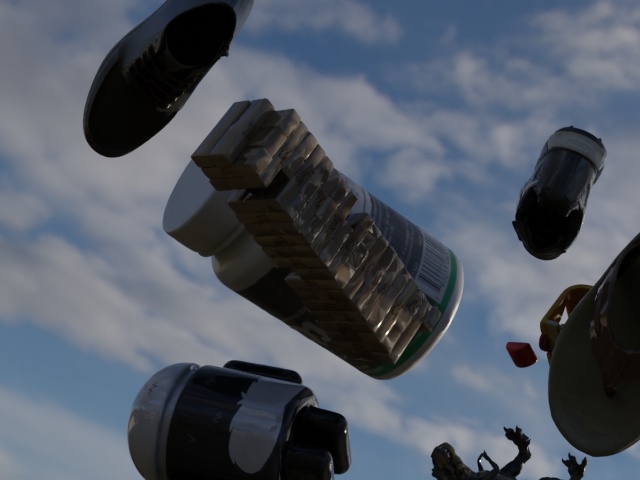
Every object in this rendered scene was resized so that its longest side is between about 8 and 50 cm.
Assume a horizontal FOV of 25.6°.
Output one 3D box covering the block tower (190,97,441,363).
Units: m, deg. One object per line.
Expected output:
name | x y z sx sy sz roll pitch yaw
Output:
block tower | 0.000 0.000 1.553 0.091 0.097 0.335 -1 -45 49

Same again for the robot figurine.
robot figurine | -0.104 0.250 1.752 0.278 0.173 0.209 10 5 17

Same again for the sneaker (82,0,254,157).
sneaker | -0.148 -0.150 1.249 0.083 0.222 0.118 36 21 -12

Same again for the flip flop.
flip flop | 0.265 0.056 1.126 0.112 0.277 0.080 43 27 21

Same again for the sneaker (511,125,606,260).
sneaker | 0.240 -0.022 1.498 0.078 0.106 0.234 24 -25 9

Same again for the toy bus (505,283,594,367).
toy bus | 0.357 0.152 1.811 0.191 0.104 0.202 43 -32 0

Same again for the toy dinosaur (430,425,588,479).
toy dinosaur | 0.246 0.291 1.648 0.268 0.118 0.064 32 -27 -7

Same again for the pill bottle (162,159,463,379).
pill bottle | -0.009 0.011 1.815 0.361 0.204 0.204 34 -22 -21
